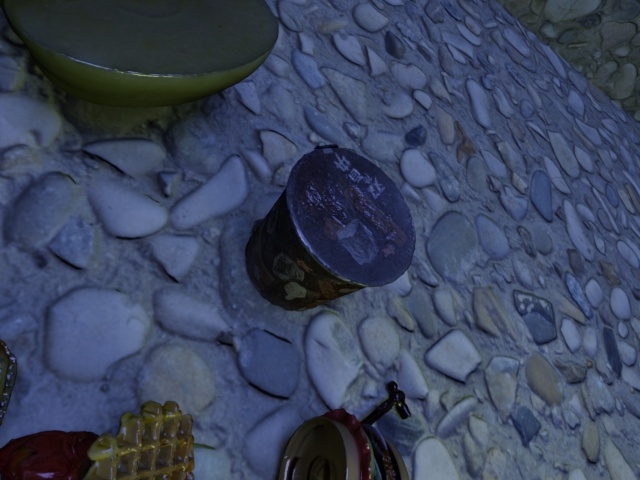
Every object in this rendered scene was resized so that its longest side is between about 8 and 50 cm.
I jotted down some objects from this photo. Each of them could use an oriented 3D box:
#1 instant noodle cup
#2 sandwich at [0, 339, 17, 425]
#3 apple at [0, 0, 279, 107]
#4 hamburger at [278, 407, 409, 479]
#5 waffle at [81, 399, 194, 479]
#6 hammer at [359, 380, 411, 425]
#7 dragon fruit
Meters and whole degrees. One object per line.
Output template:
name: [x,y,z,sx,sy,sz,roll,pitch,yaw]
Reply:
instant noodle cup: [0.000,0.000,0.677,0.218,0.207,0.217,15,59,-26]
sandwich: [-0.457,0.150,0.360,0.301,0.099,0.271,32,52,-15]
apple: [-0.275,-0.354,0.634,0.360,0.320,0.311,-31,124,-35]
hamburger: [0.037,0.313,0.569,0.137,0.175,0.175,24,55,-30]
waffle: [-0.188,0.266,0.455,0.191,0.038,0.191,0,90,-66]
hammer: [0.079,0.294,0.697,0.178,0.021,0.065,-22,81,-39]
dragon fruit: [-0.253,0.258,0.455,0.106,0.083,0.162,-24,77,-43]
